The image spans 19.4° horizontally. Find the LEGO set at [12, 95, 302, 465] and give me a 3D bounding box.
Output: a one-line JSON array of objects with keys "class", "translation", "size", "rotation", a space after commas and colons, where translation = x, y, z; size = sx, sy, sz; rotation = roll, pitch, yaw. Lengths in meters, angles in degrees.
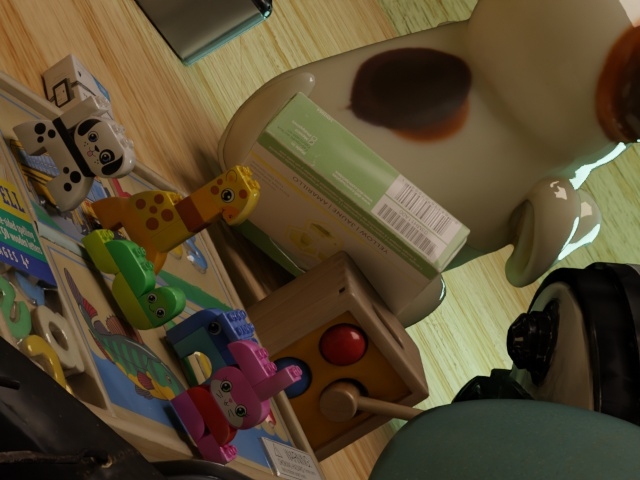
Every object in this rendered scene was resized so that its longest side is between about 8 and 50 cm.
[{"class": "LEGO set", "translation": [-0.072, 0.007, 1.093], "size": [0.227, 0.093, 0.087], "rotation": [59, 11, 5]}]

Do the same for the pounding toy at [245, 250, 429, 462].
[{"class": "pounding toy", "translation": [0.022, 0.102, 1.411], "size": [0.141, 0.130, 0.100], "rotation": [53, 13, -24]}]

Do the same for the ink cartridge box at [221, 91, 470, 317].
[{"class": "ink cartridge box", "translation": [0.000, 0.000, 1.487], "size": [0.171, 0.056, 0.235], "rotation": [39, -31, 0]}]

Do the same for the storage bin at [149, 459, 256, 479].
[{"class": "storage bin", "translation": [-0.068, 0.175, 0.971], "size": [0.135, 0.098, 0.091], "rotation": [41, 47, -56]}]

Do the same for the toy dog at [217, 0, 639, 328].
[{"class": "toy dog", "translation": [0.126, -0.118, 1.688], "size": [0.395, 0.408, 0.285], "rotation": [51, 11, -48]}]

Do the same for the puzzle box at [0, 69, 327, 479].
[{"class": "puzzle box", "translation": [-0.137, 0.030, 1.131], "size": [0.272, 0.052, 0.409], "rotation": [62, 12, 24]}]

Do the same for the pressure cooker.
[{"class": "pressure cooker", "translation": [0.320, 0.202, 1.696], "size": [0.370, 0.420, 0.376], "rotation": [108, -15, -55]}]

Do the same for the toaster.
[{"class": "toaster", "translation": [-0.125, -0.277, 1.845], "size": [0.186, 0.110, 0.168], "rotation": [52, 13, -24]}]

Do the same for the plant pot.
[{"class": "plant pot", "translation": [0.188, 0.239, 1.278], "size": [0.290, 0.195, 0.290], "rotation": [19, 64, -44]}]

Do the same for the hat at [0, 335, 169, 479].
[{"class": "hat", "translation": [-0.145, 0.120, 0.655], "size": [0.331, 0.134, 0.331], "rotation": [41, 2, -2]}]

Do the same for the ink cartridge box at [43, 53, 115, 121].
[{"class": "ink cartridge box", "translation": [-0.172, -0.091, 1.359], "size": [0.048, 0.028, 0.083], "rotation": [47, 16, -41]}]
